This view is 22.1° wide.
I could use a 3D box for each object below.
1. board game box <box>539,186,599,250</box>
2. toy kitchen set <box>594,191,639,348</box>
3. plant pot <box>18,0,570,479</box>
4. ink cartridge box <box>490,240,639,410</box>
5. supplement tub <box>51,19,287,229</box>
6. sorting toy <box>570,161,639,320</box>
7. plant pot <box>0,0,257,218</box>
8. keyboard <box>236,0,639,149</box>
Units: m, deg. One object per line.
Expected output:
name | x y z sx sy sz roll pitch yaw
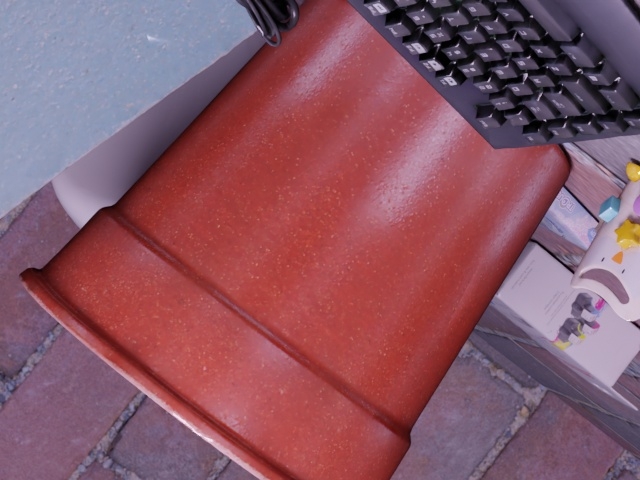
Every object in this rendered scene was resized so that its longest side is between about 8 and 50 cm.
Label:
board game box | 0.150 -0.032 1.146 0.090 0.020 0.090 40 177 -41
toy kitchen set | 0.203 0.028 0.957 0.083 0.068 0.075 35 176 40
plant pot | 0.000 0.000 1.031 0.272 0.265 0.272 37 177 2
ink cartridge box | 0.224 0.071 1.491 0.181 0.061 0.104 39 178 -17
supplement tub | -0.045 -0.039 1.350 0.228 0.228 0.316 35 177 44
sorting toy | 0.172 0.005 0.881 0.045 0.075 0.083 40 176 -43
plant pot | -0.228 -0.198 1.031 0.248 0.247 0.252 33 158 57
keyboard | 0.000 -0.128 0.655 0.201 0.033 0.317 3 151 45
